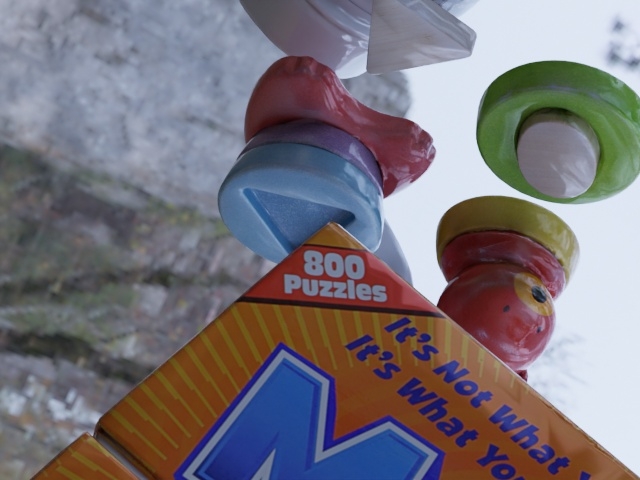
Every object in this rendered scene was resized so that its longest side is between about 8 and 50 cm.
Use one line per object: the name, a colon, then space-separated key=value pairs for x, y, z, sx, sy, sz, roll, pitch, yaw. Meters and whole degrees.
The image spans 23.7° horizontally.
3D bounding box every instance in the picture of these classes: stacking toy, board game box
stacking toy: x=0.085 y=-0.029 z=1.152 sx=0.279 sy=0.309 sz=0.130 roll=-53 pitch=-165 yaw=52
board game box: x=-0.012 y=0.290 z=0.803 sx=0.356 sy=0.356 sz=0.356 roll=-42 pitch=165 yaw=-33

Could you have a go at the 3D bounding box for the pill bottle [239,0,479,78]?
pill bottle: x=0.099 y=-0.298 z=1.220 sx=0.361 sy=0.204 sz=0.204 roll=-38 pitch=-145 yaw=35

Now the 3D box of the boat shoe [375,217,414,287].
boat shoe: x=0.000 y=0.000 z=1.329 sx=0.088 sy=0.096 sz=0.267 roll=-49 pitch=-136 yaw=25
